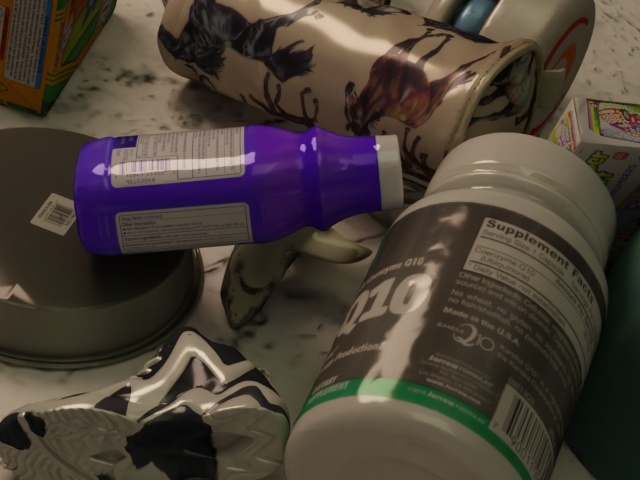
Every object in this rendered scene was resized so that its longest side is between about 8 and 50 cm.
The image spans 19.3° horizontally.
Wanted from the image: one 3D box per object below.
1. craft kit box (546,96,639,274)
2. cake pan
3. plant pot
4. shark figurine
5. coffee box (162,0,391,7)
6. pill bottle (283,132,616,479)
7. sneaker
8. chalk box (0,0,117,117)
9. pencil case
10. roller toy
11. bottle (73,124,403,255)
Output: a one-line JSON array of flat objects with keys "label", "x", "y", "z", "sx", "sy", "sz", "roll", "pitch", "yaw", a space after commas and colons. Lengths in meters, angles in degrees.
[{"label": "craft kit box", "x": 0.311, "y": -0.037, "z": 1.770, "sx": 0.246, "sy": 0.250, "sz": 0.061, "roll": 6, "pitch": 58, "yaw": -12}, {"label": "cake pan", "x": -0.246, "y": -0.005, "z": 1.707, "sx": 0.293, "sy": 0.054, "sz": 0.293, "roll": 9, "pitch": 40, "yaw": -8}, {"label": "plant pot", "x": 0.375, "y": 0.081, "z": 1.665, "sx": 0.293, "sy": 0.235, "sz": 0.293, "roll": 9, "pitch": 40, "yaw": -7}, {"label": "shark figurine", "x": 0.017, "y": -0.021, "z": 1.783, "sx": 0.278, "sy": 0.116, "sz": 0.166, "roll": -13, "pitch": 80, "yaw": -19}, {"label": "coffee box", "x": -0.054, "y": -0.311, "z": 2.092, "sx": 0.246, "sy": 0.098, "sz": 0.141, "roll": -3, "pitch": 43, "yaw": -20}, {"label": "pill bottle", "x": 0.122, "y": 0.087, "z": 1.569, "sx": 0.204, "sy": 0.204, "sz": 0.361, "roll": 21, "pitch": 47, "yaw": 7}, {"label": "sneaker", "x": -0.142, "y": 0.138, "z": 1.554, "sx": 0.235, "sy": 0.094, "sz": 0.153, "roll": -10, "pitch": 21, "yaw": 3}, {"label": "chalk box", "x": -0.302, "y": -0.294, "z": 1.931, "sx": 0.179, "sy": 0.180, "sz": 0.289, "roll": 18, "pitch": 41, "yaw": 4}, {"label": "pencil case", "x": 0.027, "y": -0.178, "z": 1.856, "sx": 0.410, "sy": 0.160, "sz": 0.183, "roll": 25, "pitch": 23, "yaw": 32}, {"label": "roller toy", "x": 0.185, "y": -0.205, "z": 1.972, "sx": 0.146, "sy": 0.191, "sz": 0.209, "roll": 30, "pitch": 41, "yaw": 18}, {"label": "bottle", "x": -0.070, "y": -0.048, "z": 1.646, "sx": 0.283, "sy": 0.092, "sz": 0.118, "roll": -5, "pitch": 28, "yaw": 0}]
